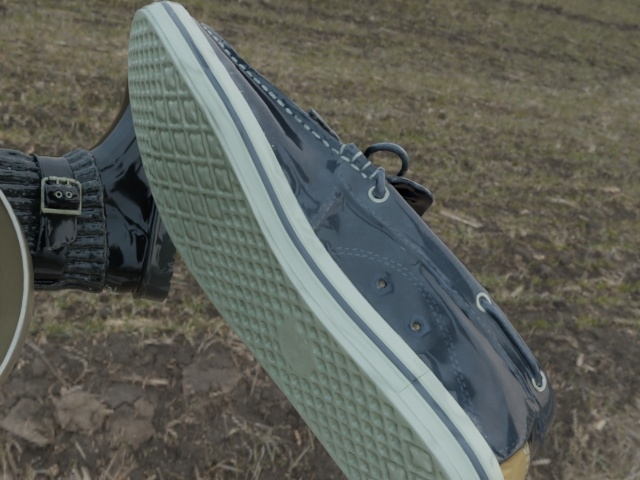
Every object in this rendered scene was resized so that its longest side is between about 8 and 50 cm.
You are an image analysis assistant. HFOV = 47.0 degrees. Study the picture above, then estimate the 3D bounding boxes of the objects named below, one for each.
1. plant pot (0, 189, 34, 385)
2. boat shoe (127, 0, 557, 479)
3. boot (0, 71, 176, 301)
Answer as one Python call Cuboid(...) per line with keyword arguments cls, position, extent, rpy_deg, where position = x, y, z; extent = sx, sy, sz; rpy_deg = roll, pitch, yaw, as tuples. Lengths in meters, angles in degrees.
Cuboid(cls="plant pot", position=(-0.388, 0.055, 0.651), extent=(0.284, 0.284, 0.191), rpy_deg=(12, -13, -8))
Cuboid(cls="boat shoe", position=(0.000, 0.000, 0.603), extent=(0.156, 0.187, 0.500), rpy_deg=(-27, 71, -33))
Cuboid(cls="boot", position=(-0.298, -0.097, 0.887), extent=(0.260, 0.131, 0.348), rpy_deg=(9, 71, -21))
